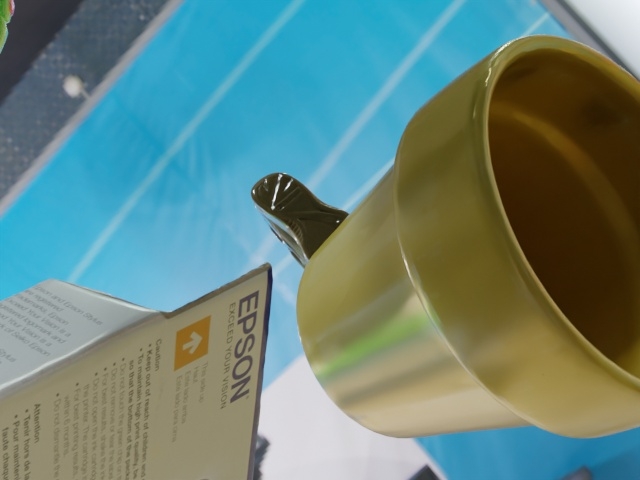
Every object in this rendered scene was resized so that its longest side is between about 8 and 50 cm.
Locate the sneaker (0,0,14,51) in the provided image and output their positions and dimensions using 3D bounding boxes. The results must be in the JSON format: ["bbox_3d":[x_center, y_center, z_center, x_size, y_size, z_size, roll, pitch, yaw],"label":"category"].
[{"bbox_3d":[-0.416,-0.319,0.839,0.185,0.483,0.202,-30,6,38],"label":"sneaker"}]

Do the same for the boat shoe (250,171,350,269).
[{"bbox_3d":[-0.002,0.001,0.953,0.056,0.153,0.048,-39,-35,-19],"label":"boat shoe"}]

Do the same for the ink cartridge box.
[{"bbox_3d":[-0.165,0.189,0.528,0.330,0.071,0.324,-28,-46,-47],"label":"ink cartridge box"}]

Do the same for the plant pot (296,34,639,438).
[{"bbox_3d":[0.116,0.027,0.778,0.239,0.254,0.254,-33,-1,43],"label":"plant pot"}]
